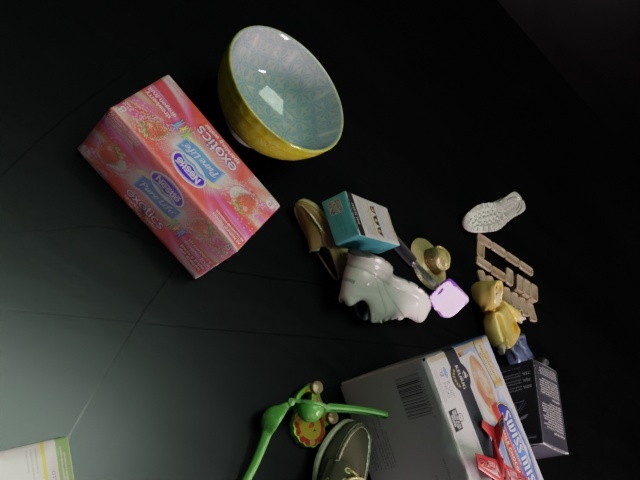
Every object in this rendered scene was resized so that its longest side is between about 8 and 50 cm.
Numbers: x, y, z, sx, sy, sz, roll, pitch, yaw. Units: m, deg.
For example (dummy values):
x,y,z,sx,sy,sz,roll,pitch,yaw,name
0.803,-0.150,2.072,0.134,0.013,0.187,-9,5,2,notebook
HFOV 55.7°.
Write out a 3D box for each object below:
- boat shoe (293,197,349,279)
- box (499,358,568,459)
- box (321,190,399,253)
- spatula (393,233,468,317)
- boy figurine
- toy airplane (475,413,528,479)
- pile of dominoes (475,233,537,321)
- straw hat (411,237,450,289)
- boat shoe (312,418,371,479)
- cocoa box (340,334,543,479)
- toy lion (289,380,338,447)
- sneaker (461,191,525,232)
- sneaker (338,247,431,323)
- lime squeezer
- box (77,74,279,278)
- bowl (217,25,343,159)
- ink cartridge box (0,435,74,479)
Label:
x,y,z,sx,sy,sz,roll,pitch,yaw,name
0.000,0.000,1.278,0.190,0.068,0.072,52,53,-9,boat shoe
0.485,0.410,1.450,0.108,0.153,0.207,28,51,-31,box
0.094,-0.034,1.331,0.244,0.060,0.101,13,57,-63,box
0.246,0.072,1.489,0.296,0.084,0.030,46,0,-6,spatula
0.502,0.227,1.620,0.177,0.092,0.285,-29,92,-46,boy figurine
0.303,0.371,1.033,0.151,0.028,0.151,22,54,-35,toy airplane
0.535,0.115,1.774,0.251,0.040,0.196,31,49,-18,pile of dominoes
0.296,0.049,1.540,0.144,0.061,0.145,24,52,-34,straw hat
0.033,0.440,1.019,0.109,0.091,0.305,44,48,-20,boat shoe
0.237,0.390,1.156,0.227,0.231,0.347,-6,72,-45,cocoa box
-0.020,0.320,1.099,0.096,0.034,0.100,-24,85,-41,toy lion
0.502,-0.070,1.801,0.235,0.095,0.090,-18,85,-28,sneaker
0.134,0.125,1.321,0.297,0.111,0.129,33,78,-40,sneaker
-0.029,0.316,1.033,0.310,0.059,0.110,-19,50,-29,lime squeezer
-0.239,-0.106,1.041,0.300,0.142,0.154,50,43,-11,box
-0.108,-0.276,1.257,0.289,0.156,0.290,24,52,-34,bowl
-0.403,0.338,0.693,0.235,0.056,0.171,1,67,-46,ink cartridge box
